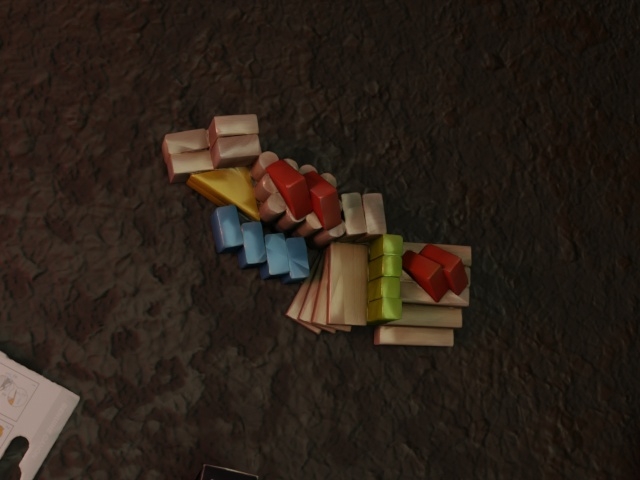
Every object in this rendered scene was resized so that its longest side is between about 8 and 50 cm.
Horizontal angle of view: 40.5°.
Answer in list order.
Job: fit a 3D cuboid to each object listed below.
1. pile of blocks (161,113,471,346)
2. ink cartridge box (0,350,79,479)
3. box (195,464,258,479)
[{"bbox_3d":[0.000,0.000,0.852,0.362,0.112,0.149,28,74,-9],"label":"pile of blocks"},{"bbox_3d":[-0.365,0.163,0.765,0.232,0.066,0.189,37,71,-28],"label":"ink cartridge box"},{"bbox_3d":[-0.110,0.315,0.692,0.051,0.175,0.220,16,51,-11],"label":"box"}]
